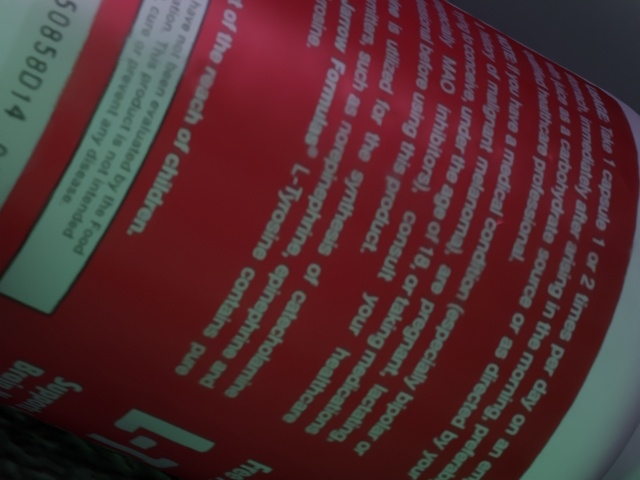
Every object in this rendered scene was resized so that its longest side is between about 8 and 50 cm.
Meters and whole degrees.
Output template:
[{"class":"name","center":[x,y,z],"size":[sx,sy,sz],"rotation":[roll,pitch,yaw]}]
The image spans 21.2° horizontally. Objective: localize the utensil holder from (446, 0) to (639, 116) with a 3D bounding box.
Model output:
[{"class":"utensil holder","center":[0.232,-0.209,1.165],"size":[0.385,0.327,0.327],"rotation":[39,30,-6]}]

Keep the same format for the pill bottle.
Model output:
[{"class":"pill bottle","center":[0.000,0.000,0.718],"size":[0.407,0.229,0.229],"rotation":[26,33,-21]}]
